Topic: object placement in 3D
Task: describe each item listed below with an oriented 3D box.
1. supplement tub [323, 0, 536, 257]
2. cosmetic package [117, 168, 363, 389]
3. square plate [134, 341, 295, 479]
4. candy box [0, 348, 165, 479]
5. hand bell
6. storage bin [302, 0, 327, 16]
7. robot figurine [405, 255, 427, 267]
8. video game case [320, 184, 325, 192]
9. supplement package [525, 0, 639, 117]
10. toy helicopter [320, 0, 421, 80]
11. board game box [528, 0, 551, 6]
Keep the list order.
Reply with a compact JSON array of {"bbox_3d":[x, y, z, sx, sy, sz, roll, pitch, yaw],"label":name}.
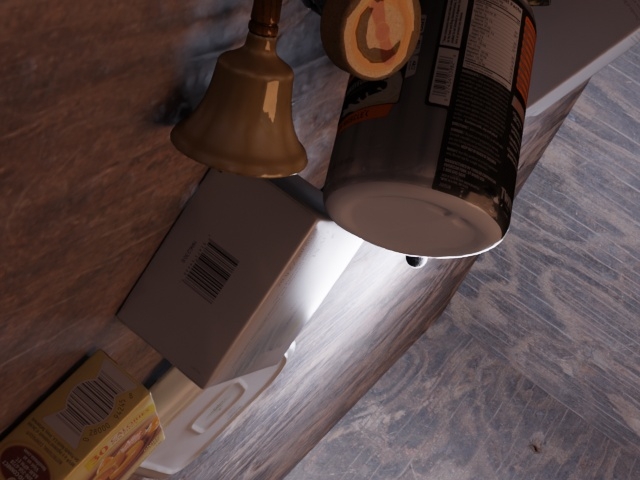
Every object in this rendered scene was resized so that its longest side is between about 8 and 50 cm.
[{"bbox_3d":[0.124,-0.156,0.852,0.193,0.193,0.316,82,20,-68],"label":"supplement tub"},{"bbox_3d":[-0.078,0.035,0.938,0.224,0.138,0.224,-56,166,9],"label":"cosmetic package"},{"bbox_3d":[-0.167,0.237,1.213,0.347,0.049,0.344,-44,162,-11],"label":"square plate"},{"bbox_3d":[-0.316,0.285,0.871,0.316,0.087,0.183,-45,163,-25],"label":"candy box"},{"bbox_3d":[-0.046,-0.188,0.668,0.126,0.126,0.242,-29,139,-56],"label":"hand bell"},{"bbox_3d":[0.058,-0.288,0.740,0.180,0.084,0.122,-55,165,2],"label":"storage bin"},{"bbox_3d":[0.177,-0.083,1.367,0.173,0.209,0.278,-28,159,-12],"label":"robot figurine"},{"bbox_3d":[0.000,0.000,1.274,0.275,0.035,0.248,-47,163,-20],"label":"video game case"},{"bbox_3d":[0.390,-0.347,1.238,0.293,0.175,0.177,-36,173,25],"label":"supplement package"},{"bbox_3d":[0.056,-0.295,0.578,0.235,0.140,0.355,-3,114,-38],"label":"toy helicopter"},{"bbox_3d":[0.245,-0.354,1.069,0.186,0.126,0.026,9,84,-72],"label":"board game box"}]
